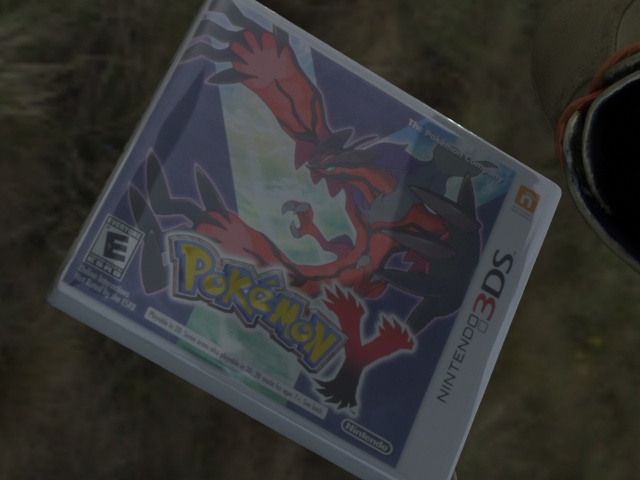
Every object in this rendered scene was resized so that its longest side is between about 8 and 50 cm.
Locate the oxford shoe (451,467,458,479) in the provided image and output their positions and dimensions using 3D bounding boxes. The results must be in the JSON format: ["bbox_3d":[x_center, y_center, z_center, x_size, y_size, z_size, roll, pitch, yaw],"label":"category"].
[{"bbox_3d":[0.061,0.226,1.152,0.096,0.083,0.227,39,42,-29],"label":"oxford shoe"}]

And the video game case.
[{"bbox_3d":[0.000,0.000,0.853,0.201,0.023,0.183,30,61,-10],"label":"video game case"}]

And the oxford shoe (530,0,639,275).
[{"bbox_3d":[0.155,-0.051,0.707,0.146,0.397,0.140,18,101,-21],"label":"oxford shoe"}]
